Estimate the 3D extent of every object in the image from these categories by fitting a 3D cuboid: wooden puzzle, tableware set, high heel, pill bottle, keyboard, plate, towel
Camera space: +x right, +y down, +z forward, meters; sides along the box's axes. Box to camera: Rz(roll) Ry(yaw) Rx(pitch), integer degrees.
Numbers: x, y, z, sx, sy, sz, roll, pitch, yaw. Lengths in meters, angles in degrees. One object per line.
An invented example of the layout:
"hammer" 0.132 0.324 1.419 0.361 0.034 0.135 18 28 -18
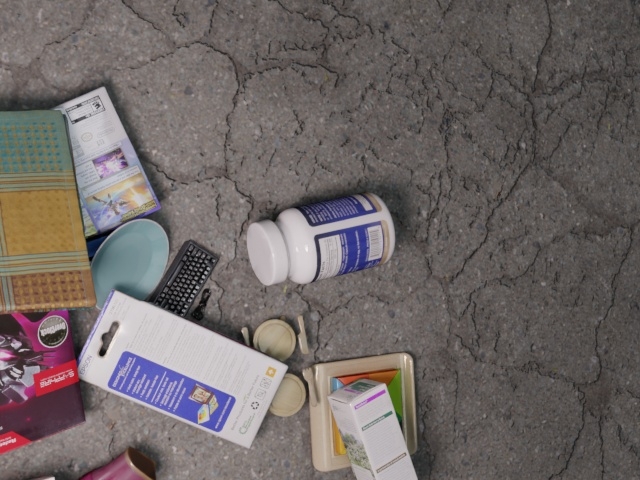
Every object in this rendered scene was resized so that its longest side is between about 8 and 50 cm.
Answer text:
"wooden puzzle" 0.093 0.353 2.032 0.238 0.044 0.221 -4 92 -25
"tableware set" -0.085 0.252 1.949 0.128 0.039 0.194 -10 92 -17
"high heel" -0.304 0.543 1.831 0.181 0.127 0.377 -37 112 9
"pill bottle" 0.000 0.000 1.927 0.264 0.153 0.153 -12 95 -25
"keyboard" -0.256 0.101 1.877 0.108 0.023 0.180 35 76 -22
"plate" -0.353 0.044 1.787 0.188 0.024 0.188 -35 139 -37
"towel" -0.516 -0.051 1.576 0.271 0.040 0.370 -2 63 -30

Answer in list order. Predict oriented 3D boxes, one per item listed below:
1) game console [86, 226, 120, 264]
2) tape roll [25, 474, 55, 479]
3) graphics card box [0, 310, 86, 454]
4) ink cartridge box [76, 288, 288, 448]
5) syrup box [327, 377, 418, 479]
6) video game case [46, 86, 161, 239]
"game console" -0.394 0.041 1.767 0.122 0.071 0.107 -22 101 -41
"tape roll" -0.509 0.529 1.631 0.169 0.246 0.246 -10 94 -25
"graphics card box" -0.536 0.169 1.641 0.233 0.094 0.371 -16 108 -36
"ink cartridge box" -0.259 0.238 1.831 0.371 0.069 0.176 27 87 -20
"syrup box" 0.107 0.402 1.965 0.096 0.093 0.237 -23 102 -28
"video game case" -0.458 -0.110 1.757 0.269 0.061 0.244 -28 102 -23
